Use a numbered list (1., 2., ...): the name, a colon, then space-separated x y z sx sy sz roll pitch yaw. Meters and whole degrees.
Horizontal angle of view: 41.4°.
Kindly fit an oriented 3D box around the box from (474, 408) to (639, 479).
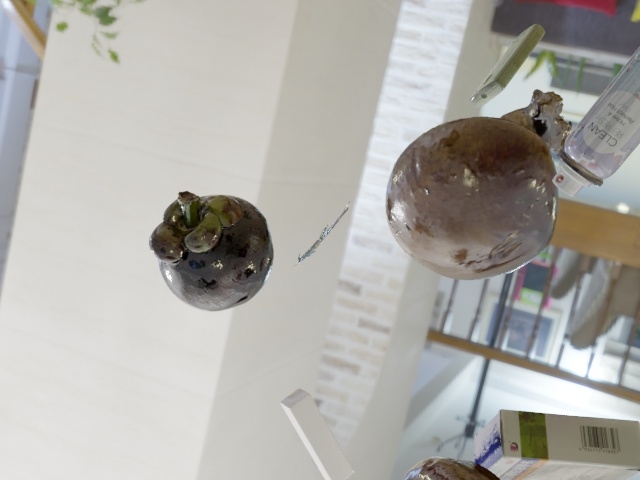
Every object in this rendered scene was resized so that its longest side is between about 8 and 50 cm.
1. box: 0.493 0.441 1.774 0.299 0.106 0.200 6 151 -4

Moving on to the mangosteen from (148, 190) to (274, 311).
1. mangosteen: -0.266 0.030 2.025 0.297 0.297 0.313 19 -165 37

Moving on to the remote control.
1. remote control: 0.403 -0.376 1.818 0.038 0.233 0.098 43 148 -7

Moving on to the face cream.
1. face cream: 0.367 -0.152 1.026 0.075 0.229 0.075 29 -158 -13

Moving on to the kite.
1. kite: 0.000 0.000 1.742 0.010 0.183 0.160 41 159 6

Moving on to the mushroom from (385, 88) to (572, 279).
1. mushroom: 0.283 -0.118 1.521 0.334 0.356 0.331 -5 161 18

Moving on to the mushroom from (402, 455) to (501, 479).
1. mushroom: 0.248 0.530 1.572 0.195 0.283 0.263 -5 -121 -50

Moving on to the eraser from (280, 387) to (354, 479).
1. eraser: -0.009 0.580 2.495 0.076 0.298 0.078 -34 -162 -19
